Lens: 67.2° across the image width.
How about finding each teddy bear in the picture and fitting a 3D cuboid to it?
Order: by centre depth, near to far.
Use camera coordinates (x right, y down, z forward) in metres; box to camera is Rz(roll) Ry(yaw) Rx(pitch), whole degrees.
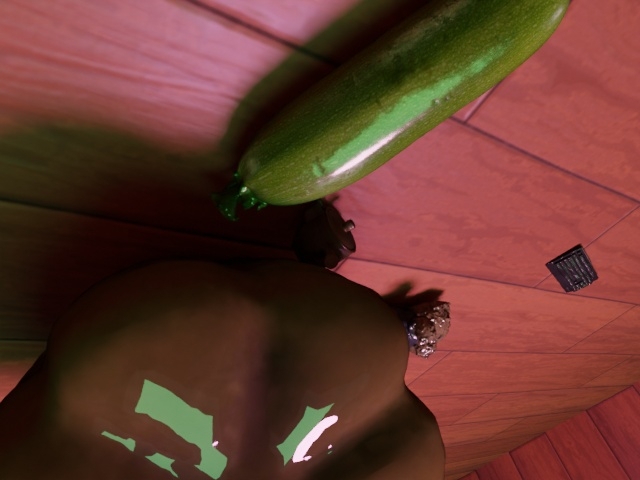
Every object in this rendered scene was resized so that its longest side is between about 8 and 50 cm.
[{"bbox_3d":[0.125,0.174,0.837,0.251,0.129,0.182,-29,180,-31],"label":"teddy bear"}]

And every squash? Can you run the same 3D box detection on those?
[{"bbox_3d":[0.052,-0.125,0.445,0.378,0.102,0.101,-30,143,14],"label":"squash"}]

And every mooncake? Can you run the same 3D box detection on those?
[{"bbox_3d":[-0.107,0.232,0.518,0.466,0.468,0.262,-2,-177,-24],"label":"mooncake"}]

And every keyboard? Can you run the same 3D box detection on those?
[{"bbox_3d":[0.515,0.066,0.977,0.074,0.015,0.196,-36,141,19],"label":"keyboard"}]

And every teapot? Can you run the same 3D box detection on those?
[{"bbox_3d":[0.000,0.000,0.578,0.080,0.110,0.085,-31,108,20],"label":"teapot"}]
